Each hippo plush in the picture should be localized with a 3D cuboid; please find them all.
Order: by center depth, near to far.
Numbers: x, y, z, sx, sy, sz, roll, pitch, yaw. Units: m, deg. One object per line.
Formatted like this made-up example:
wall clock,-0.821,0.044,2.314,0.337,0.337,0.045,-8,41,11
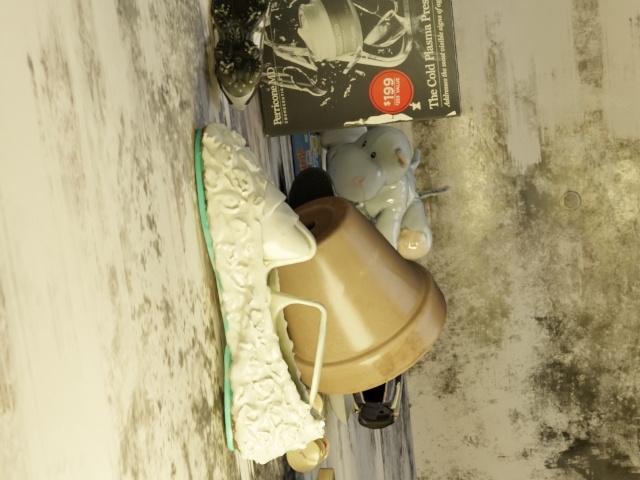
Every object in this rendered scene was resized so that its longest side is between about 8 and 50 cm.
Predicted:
hippo plush,0.133,-0.099,2.018,0.234,0.294,0.236,55,-13,29

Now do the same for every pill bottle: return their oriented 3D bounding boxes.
pill bottle,0.060,-0.251,2.213,0.131,0.131,0.229,63,24,-68

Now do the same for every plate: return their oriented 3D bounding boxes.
plate,0.032,0.190,2.053,0.277,0.045,0.278,-59,143,-74

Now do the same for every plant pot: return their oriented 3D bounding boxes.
plant pot,0.029,0.066,1.567,0.229,0.263,0.263,59,21,-29

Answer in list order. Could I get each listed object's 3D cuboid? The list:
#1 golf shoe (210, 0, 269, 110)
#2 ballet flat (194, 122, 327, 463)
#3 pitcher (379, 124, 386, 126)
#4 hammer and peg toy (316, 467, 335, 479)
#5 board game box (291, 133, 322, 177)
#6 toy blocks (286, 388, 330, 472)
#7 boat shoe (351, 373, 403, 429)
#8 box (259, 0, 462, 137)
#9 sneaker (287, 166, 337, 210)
golf shoe,-0.109,-0.261,1.356,0.094,0.077,0.198,98,-3,-59
ballet flat,-0.060,0.059,1.239,0.147,0.147,0.409,-17,101,-81
pitcher,0.100,-0.226,2.562,0.207,0.125,0.177,161,-61,-87
hammer and peg toy,0.001,0.514,1.385,0.361,0.127,0.266,-75,160,-67
board game box,-0.018,-0.098,1.929,0.136,0.035,0.201,-22,107,-81
toy blocks,-0.017,0.295,1.633,0.148,0.054,0.123,24,62,-80
boat shoe,0.111,0.182,1.994,0.158,0.127,0.340,78,9,-69
box,0.054,-0.356,1.641,0.179,0.312,0.343,-61,144,-74
sneaker,-0.001,0.001,1.801,0.145,0.090,0.270,-60,143,-78
